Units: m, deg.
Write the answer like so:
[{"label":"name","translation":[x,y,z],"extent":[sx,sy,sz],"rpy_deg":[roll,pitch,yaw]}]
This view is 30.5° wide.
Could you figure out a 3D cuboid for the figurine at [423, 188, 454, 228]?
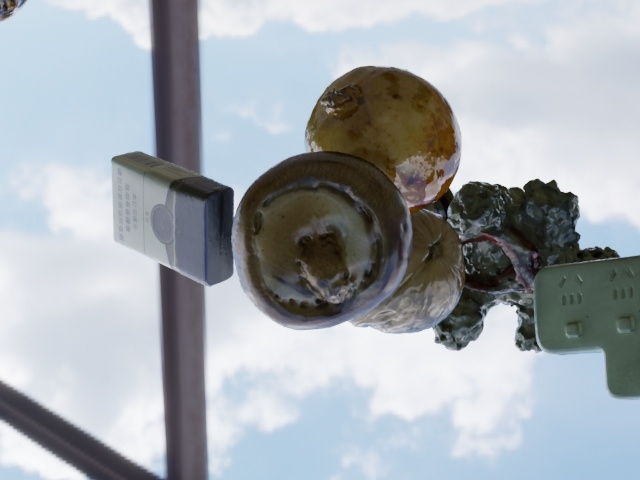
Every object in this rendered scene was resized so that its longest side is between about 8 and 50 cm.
[{"label":"figurine","translation":[0.197,-0.072,2.478],"extent":[0.167,0.257,0.192],"rpy_deg":[-39,-114,5]}]

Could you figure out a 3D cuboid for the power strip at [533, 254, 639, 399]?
[{"label":"power strip","translation":[0.419,0.118,1.579],"extent":[0.264,0.194,0.059],"rpy_deg":[-9,165,33]}]

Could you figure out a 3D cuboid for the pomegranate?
[{"label":"pomegranate","translation":[0.090,-0.148,1.728],"extent":[0.248,0.248,0.248],"rpy_deg":[0,-157,0]}]

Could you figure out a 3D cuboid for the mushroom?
[{"label":"mushroom","translation":[0.000,0.000,1.587],"extent":[0.253,0.253,0.153],"rpy_deg":[4,-175,9]}]

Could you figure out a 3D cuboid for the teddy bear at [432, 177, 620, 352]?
[{"label":"teddy bear","translation":[0.400,0.064,2.065],"extent":[0.367,0.357,0.224],"rpy_deg":[20,-145,20]}]

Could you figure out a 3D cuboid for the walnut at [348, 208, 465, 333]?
[{"label":"walnut","translation":[0.120,0.050,1.890],"extent":[0.227,0.228,0.228],"rpy_deg":[0,-157,0]}]

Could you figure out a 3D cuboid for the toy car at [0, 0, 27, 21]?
[{"label":"toy car","translation":[-0.479,-0.391,1.373],"extent":[0.240,0.341,0.271],"rpy_deg":[1,-141,14]}]

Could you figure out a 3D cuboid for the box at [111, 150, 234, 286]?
[{"label":"box","translation":[-0.251,-0.040,1.980],"extent":[0.071,0.168,0.259],"rpy_deg":[-18,-151,-41]}]
